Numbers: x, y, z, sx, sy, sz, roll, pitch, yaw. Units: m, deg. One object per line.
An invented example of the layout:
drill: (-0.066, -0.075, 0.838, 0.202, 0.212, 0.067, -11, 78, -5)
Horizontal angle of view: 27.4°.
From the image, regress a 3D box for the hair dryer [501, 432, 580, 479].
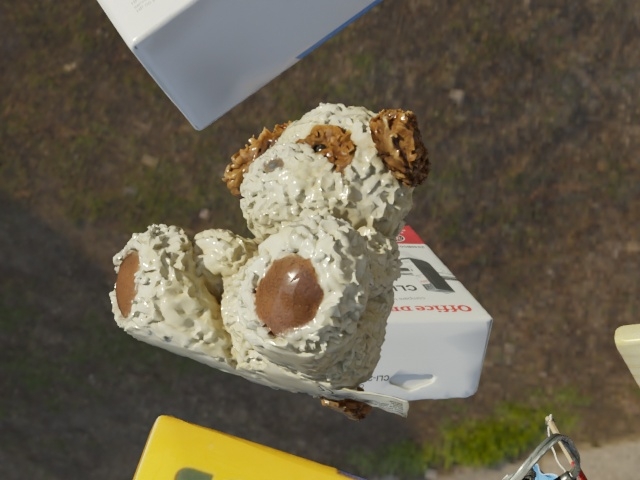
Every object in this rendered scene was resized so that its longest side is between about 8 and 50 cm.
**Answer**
hair dryer: (0.086, 0.266, 0.989, 0.223, 0.080, 0.294, -9, 139, -7)

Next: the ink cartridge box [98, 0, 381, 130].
ink cartridge box: (-0.131, -0.357, 1.413, 0.285, 0.395, 0.166, -35, 144, 0)

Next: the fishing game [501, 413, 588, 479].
fishing game: (0.222, 0.333, 1.460, 0.041, 0.189, 0.264, 12, 113, -13)

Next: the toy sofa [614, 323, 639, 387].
toy sofa: (0.348, -0.007, 1.016, 0.150, 0.363, 0.177, -9, 132, 32)

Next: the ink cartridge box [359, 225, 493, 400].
ink cartridge box: (0.070, 0.086, 1.675, 0.197, 0.273, 0.114, 0, 116, -21)

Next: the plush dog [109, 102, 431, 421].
plush dog: (0.000, 0.000, 1.000, 0.210, 0.225, 0.262, 31, 159, -36)

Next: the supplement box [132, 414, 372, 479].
supplement box: (-0.033, 0.247, 0.715, 0.194, 0.195, 0.356, 18, 159, -2)
